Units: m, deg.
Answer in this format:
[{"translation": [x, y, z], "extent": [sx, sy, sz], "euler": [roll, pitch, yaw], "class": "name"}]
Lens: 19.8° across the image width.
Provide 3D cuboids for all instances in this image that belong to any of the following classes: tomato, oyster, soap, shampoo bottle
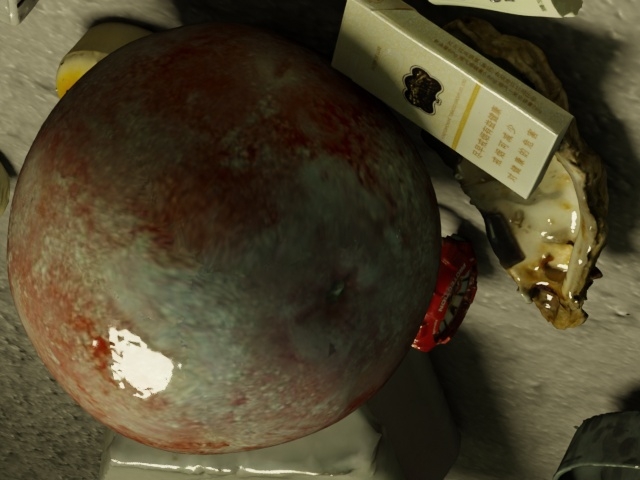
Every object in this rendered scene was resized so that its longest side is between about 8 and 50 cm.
[{"translation": [-0.071, 0.001, 1.333], "extent": [0.316, 0.317, 0.282], "euler": [39, 171, -36], "class": "tomato"}, {"translation": [0.149, -0.044, 1.340], "extent": [0.128, 0.078, 0.345], "euler": [12, 149, 29], "class": "oyster"}, {"translation": [-0.050, 0.211, 1.887], "extent": [0.350, 0.213, 0.435], "euler": [4, 154, 12], "class": "soap"}, {"translation": [0.095, -0.165, 1.159], "extent": [0.141, 0.034, 0.049], "euler": [9, 160, 36], "class": "shampoo bottle"}]

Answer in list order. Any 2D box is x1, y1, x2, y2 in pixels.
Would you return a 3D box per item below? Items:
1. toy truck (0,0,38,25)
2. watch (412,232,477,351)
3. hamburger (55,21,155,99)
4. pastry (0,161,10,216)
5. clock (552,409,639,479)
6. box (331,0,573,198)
[{"translation": [-0.298, -0.246, 1.278], "extent": [0.242, 0.101, 0.125], "euler": [22, 147, 10], "class": "toy truck"}, {"translation": [0.007, 0.005, 1.598], "extent": [0.268, 0.102, 0.165], "euler": [21, 162, 28], "class": "watch"}, {"translation": [-0.147, -0.109, 1.472], "extent": [0.126, 0.081, 0.141], "euler": [9, 154, 32], "class": "hamburger"}, {"translation": [-0.389, -0.064, 1.818], "extent": [0.166, 0.088, 0.166], "euler": [19, 158, 8], "class": "pastry"}, {"translation": [0.369, 0.250, 1.708], "extent": [0.312, 0.061, 0.312], "euler": [19, 159, 8], "class": "clock"}, {"translation": [0.084, -0.100, 1.227], "extent": [0.167, 0.024, 0.090], "euler": [35, 154, 10], "class": "box"}]
